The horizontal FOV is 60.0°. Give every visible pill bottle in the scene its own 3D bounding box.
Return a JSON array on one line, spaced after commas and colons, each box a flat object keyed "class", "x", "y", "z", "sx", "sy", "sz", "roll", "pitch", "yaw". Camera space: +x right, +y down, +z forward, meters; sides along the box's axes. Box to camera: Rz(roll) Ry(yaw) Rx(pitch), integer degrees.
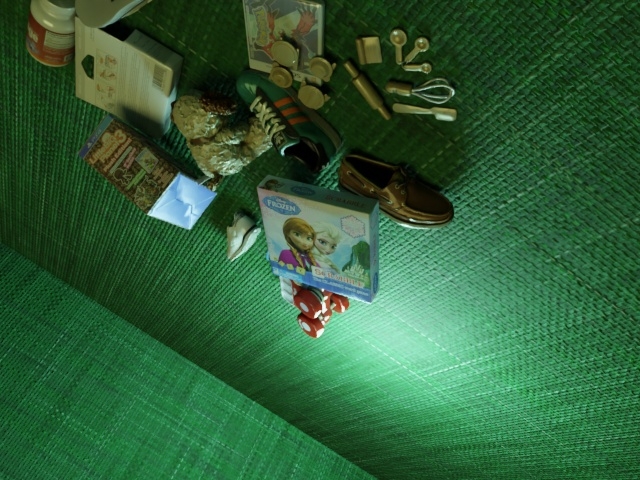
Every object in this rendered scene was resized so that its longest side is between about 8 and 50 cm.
[{"class": "pill bottle", "x": -0.664, "y": -0.547, "z": 1.389, "sx": 0.121, "sy": 0.121, "sz": 0.216, "roll": 38, "pitch": 144, "yaw": -13}]

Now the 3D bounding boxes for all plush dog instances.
[{"class": "plush dog", "x": -0.282, "y": -0.272, "z": 1.399, "sx": 0.262, "sy": 0.210, "sz": 0.225, "roll": -1, "pitch": 135, "yaw": 36}]

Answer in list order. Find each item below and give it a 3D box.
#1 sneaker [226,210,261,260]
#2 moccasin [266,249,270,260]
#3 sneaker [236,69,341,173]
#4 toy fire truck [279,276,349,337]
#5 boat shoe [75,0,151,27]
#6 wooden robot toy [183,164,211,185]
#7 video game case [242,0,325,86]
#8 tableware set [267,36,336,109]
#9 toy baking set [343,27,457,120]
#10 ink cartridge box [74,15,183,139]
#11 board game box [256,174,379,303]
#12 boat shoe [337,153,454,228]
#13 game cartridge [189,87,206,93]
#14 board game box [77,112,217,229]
[{"class": "sneaker", "x": -0.273, "y": -0.013, "z": 1.851, "sx": 0.095, "sy": 0.090, "sz": 0.235, "roll": 43, "pitch": 141, "yaw": 2}, {"class": "moccasin", "x": -0.078, "y": -0.016, "z": 1.652, "sx": 0.117, "sy": 0.137, "sz": 0.342, "roll": 25, "pitch": 147, "yaw": -2}, {"class": "sneaker", "x": -0.088, "y": -0.282, "z": 1.328, "sx": 0.302, "sy": 0.121, "sz": 0.108, "roll": 37, "pitch": 145, "yaw": -11}, {"class": "toy fire truck", "x": -0.050, "y": 0.160, "z": 1.855, "sx": 0.254, "sy": 0.169, "sz": 0.302, "roll": 33, "pitch": 149, "yaw": 27}, {"class": "boat shoe", "x": -0.450, "y": -0.558, "z": 1.257, "sx": 0.267, "sy": 0.088, "sz": 0.096, "roll": -12, "pitch": 105, "yaw": 36}, {"class": "wooden robot toy", "x": -0.373, "y": -0.177, "z": 1.732, "sx": 0.079, "sy": 0.076, "sz": 0.173, "roll": -22, "pitch": 130, "yaw": 6}, {"class": "video game case", "x": -0.078, "y": -0.442, "z": 1.203, "sx": 0.183, "sy": 0.023, "sz": 0.201, "roll": 19, "pitch": 144, "yaw": 13}, {"class": "tableware set", "x": -0.047, "y": -0.370, "z": 1.236, "sx": 0.169, "sy": 0.020, "sz": 0.141, "roll": 28, "pitch": 147, "yaw": -3}, {"class": "toy baking set", "x": 0.170, "y": -0.330, "z": 1.167, "sx": 0.197, "sy": 0.030, "sz": 0.256, "roll": -11, "pitch": 130, "yaw": 43}, {"class": "ink cartridge box", "x": -0.513, "y": -0.432, "z": 1.469, "sx": 0.261, "sy": 0.066, "sz": 0.296, "roll": 29, "pitch": 146, "yaw": -7}, {"class": "board game box", "x": 0.000, "y": 0.000, "z": 1.480, "sx": 0.319, "sy": 0.066, "sz": 0.318, "roll": 14, "pitch": 135, "yaw": 23}, {"class": "boat shoe", "x": 0.182, "y": -0.122, "z": 1.355, "sx": 0.307, "sy": 0.110, "sz": 0.104, "roll": 19, "pitch": 146, "yaw": 13}, {"class": "game cartridge", "x": -0.322, "y": -0.364, "z": 1.479, "sx": 0.056, "sy": 0.017, "sz": 0.083, "roll": 20, "pitch": 145, "yaw": 18}, {"class": "board game box", "x": -0.477, "y": -0.185, "z": 1.552, "sx": 0.291, "sy": 0.141, "sz": 0.232, "roll": 38, "pitch": -178, "yaw": 17}]
